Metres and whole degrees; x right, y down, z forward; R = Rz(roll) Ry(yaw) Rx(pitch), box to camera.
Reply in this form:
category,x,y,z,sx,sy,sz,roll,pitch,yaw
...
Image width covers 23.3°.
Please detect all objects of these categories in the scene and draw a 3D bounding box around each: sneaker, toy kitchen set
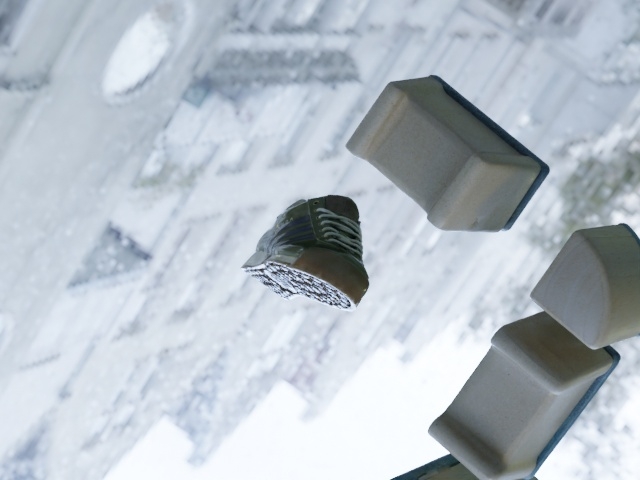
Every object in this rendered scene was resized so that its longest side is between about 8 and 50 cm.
category,x,y,z,sx,sy,sz,roll,pitch,yaw
sneaker,0.000,0.000,1.195,0.064,0.086,0.192,37,169,-17
toy kitchen set,0.062,0.046,0.796,0.166,0.207,0.122,42,-158,22
